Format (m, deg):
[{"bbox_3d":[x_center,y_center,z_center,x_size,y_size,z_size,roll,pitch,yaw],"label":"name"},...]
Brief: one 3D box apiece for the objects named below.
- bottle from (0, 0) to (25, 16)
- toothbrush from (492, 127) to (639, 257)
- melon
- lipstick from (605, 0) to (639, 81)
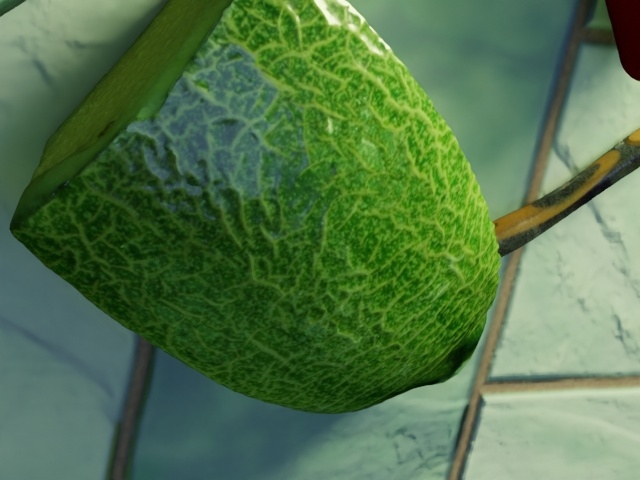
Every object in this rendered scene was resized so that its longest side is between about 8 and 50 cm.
[{"bbox_3d":[-0.075,-0.201,0.855,0.286,0.082,0.082,-35,127,-12],"label":"bottle"},{"bbox_3d":[0.201,-0.057,1.139,0.321,0.023,0.031,-28,122,-18],"label":"toothbrush"},{"bbox_3d":[0.000,0.000,0.979,0.196,0.124,0.323,-45,127,4],"label":"melon"},{"bbox_3d":[0.177,-0.198,1.018,0.080,0.080,0.241,-35,128,-13],"label":"lipstick"}]
